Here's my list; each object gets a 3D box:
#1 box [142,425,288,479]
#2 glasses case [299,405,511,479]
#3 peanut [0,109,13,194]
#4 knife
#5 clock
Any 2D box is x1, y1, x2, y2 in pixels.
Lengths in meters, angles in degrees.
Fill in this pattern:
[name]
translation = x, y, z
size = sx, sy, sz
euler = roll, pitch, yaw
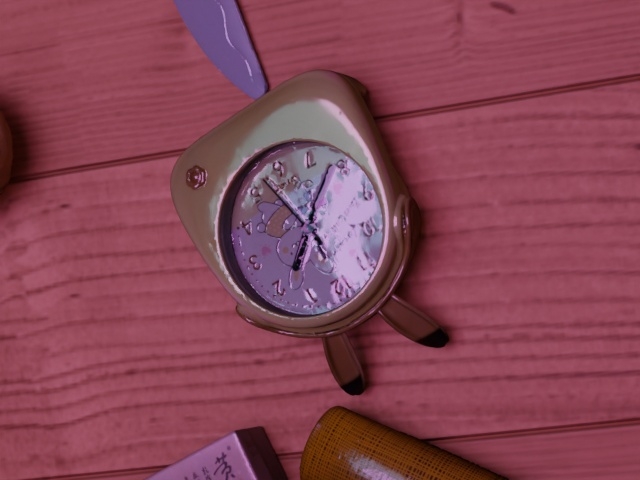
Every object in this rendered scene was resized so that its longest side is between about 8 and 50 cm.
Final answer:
[box]
translation = -0.067, 0.263, 1.538
size = 0.141, 0.058, 0.201
euler = -28, 78, 19
[glasses case]
translation = 0.091, 0.198, 1.474
size = 0.234, 0.064, 0.079
euler = 23, 90, 22
[peanut]
translation = -0.380, -0.006, 1.631
size = 0.319, 0.147, 0.147
euler = -34, 77, 13
[knife]
translation = -0.102, -0.230, 1.579
size = 0.063, 0.034, 0.260
euler = -17, 86, 24
[clock]
translation = 0.000, 0.000, 1.511
size = 0.170, 0.069, 0.232
euler = -31, 79, 18
